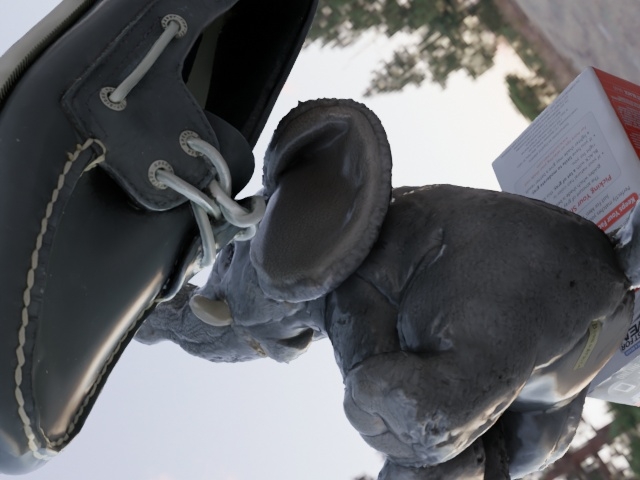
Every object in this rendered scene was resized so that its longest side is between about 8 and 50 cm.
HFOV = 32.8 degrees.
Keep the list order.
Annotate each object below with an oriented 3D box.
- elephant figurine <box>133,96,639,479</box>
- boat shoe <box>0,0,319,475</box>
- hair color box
[{"bbox_3d":[0.017,0.013,0.536,0.239,0.186,0.169,43,149,35],"label":"elephant figurine"},{"bbox_3d":[-0.069,-0.041,0.461,0.116,0.099,0.319,83,-165,-45],"label":"boat shoe"},{"bbox_3d":[0.165,-0.004,0.609,0.053,0.093,0.167,14,-134,-32],"label":"hair color box"}]
